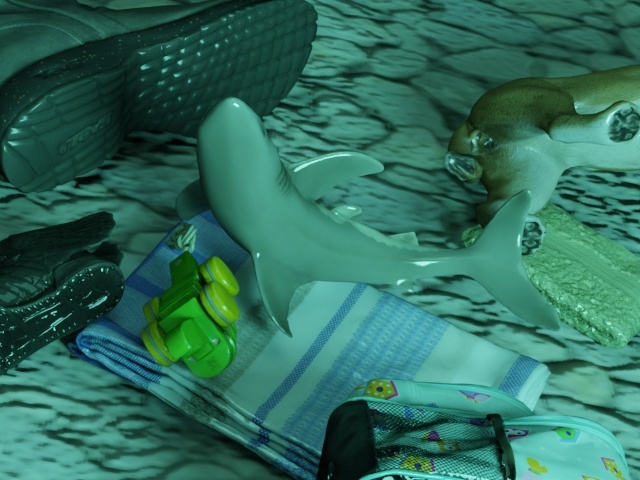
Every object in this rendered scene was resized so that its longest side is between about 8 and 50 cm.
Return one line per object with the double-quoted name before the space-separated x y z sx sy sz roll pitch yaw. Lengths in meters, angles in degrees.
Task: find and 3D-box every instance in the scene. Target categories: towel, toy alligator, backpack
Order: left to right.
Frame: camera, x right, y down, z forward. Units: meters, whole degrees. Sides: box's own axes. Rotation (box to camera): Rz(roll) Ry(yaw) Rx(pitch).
"toy alligator" -0.074 0.042 1.203 0.051 0.056 0.190 52 10 -19
"towel" 0.002 0.079 1.258 0.285 0.034 0.209 27 35 9
"backpack" 0.086 0.166 1.062 0.188 0.166 0.144 8 27 -4
"towel" 0.185 0.020 1.430 0.148 0.027 0.110 34 38 19

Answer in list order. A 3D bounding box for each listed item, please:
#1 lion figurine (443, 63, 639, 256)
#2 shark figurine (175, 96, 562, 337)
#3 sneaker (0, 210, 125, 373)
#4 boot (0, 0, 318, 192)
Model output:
"lion figurine" 0.233 -0.085 1.469 0.392 0.142 0.240 3 19 -21
"shark figurine" 0.010 0.015 1.269 0.278 0.166 0.116 22 54 -28
"sneaker" -0.191 0.033 1.211 0.170 0.051 0.089 -24 31 -25
"boot" -0.177 -0.164 1.431 0.222 0.118 0.338 36 34 29
